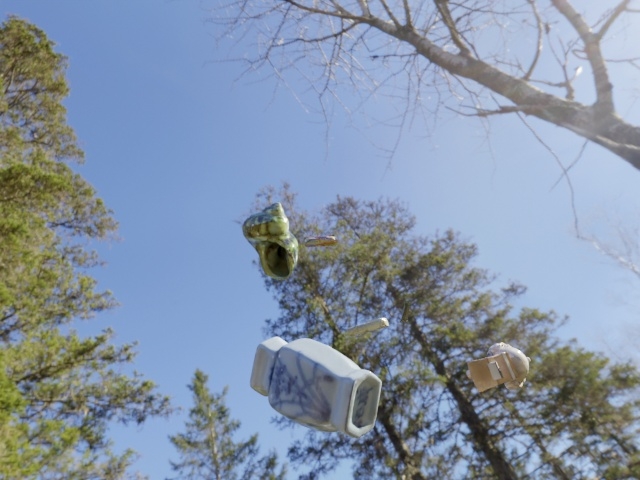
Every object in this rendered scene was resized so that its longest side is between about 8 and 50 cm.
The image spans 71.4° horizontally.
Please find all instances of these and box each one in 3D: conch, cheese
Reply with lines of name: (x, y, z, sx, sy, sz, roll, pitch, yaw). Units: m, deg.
conch: (-0.127, -0.005, 1.232, 0.124, 0.187, 0.181, -43, -33, -34)
cheese: (0.184, 0.346, 1.762, 0.194, 0.043, 0.065, -26, -17, 40)

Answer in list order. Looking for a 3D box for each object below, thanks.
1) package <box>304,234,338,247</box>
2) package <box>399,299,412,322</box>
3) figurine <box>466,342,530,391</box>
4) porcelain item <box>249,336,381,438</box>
package: (0.000, 0.000, 1.490, 0.108, 0.121, 0.031, -4, -80, -4)
package: (0.361, 0.300, 1.880, 0.037, 0.015, 0.110, -4, -62, -24)
figurine: (0.632, 0.443, 1.549, 0.237, 0.162, 0.141, -7, -26, -35)
porcelain item: (-0.028, 0.414, 1.289, 0.178, 0.405, 0.242, 18, -99, -42)
